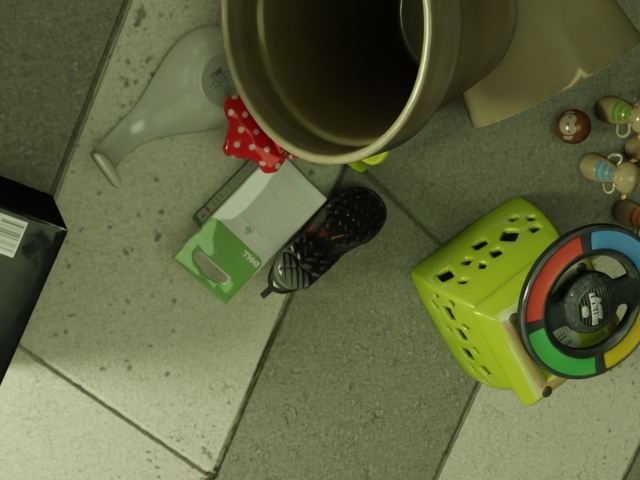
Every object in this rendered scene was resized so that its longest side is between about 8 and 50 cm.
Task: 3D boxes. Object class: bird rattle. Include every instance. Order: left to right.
[{"bbox_3d":[-0.012,-0.182,1.393,0.253,0.143,0.207,5,67,-20],"label":"bird rattle"}]

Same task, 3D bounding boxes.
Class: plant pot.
[{"bbox_3d":[0.085,-0.273,1.249,0.280,0.323,0.323,-18,115,-46],"label":"plant pot"},{"bbox_3d":[0.262,-0.336,1.406,0.256,0.256,0.274,-30,98,-10],"label":"plant pot"},{"bbox_3d":[0.309,0.100,1.556,0.227,0.207,0.228,-35,116,-8],"label":"plant pot"}]

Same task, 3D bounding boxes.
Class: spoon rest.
[{"bbox_3d":[-0.194,-0.178,1.365,0.276,0.084,0.137,-41,117,-20],"label":"spoon rest"}]

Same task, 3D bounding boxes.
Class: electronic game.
[{"bbox_3d":[0.378,0.087,1.436,0.229,0.048,0.229,-6,109,-19],"label":"electronic game"}]

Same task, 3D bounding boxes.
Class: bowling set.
[{"bbox_3d":[0.473,-0.137,1.575,0.199,0.154,0.287,2,104,-22],"label":"bowling set"}]

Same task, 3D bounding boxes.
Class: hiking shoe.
[{"bbox_3d":[0.000,0.000,1.481,0.227,0.114,0.086,-37,94,-34],"label":"hiking shoe"}]

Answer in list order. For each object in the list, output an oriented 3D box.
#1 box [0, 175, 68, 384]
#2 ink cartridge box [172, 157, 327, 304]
[{"bbox_3d":[-0.420,0.064,1.282,0.103,0.184,0.261,22,97,-27],"label":"box"},{"bbox_3d":[-0.104,-0.025,1.440,0.209,0.062,0.109,-47,114,-3],"label":"ink cartridge box"}]
